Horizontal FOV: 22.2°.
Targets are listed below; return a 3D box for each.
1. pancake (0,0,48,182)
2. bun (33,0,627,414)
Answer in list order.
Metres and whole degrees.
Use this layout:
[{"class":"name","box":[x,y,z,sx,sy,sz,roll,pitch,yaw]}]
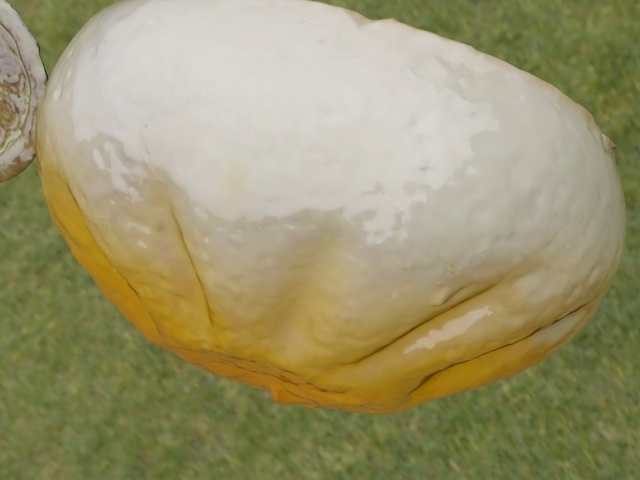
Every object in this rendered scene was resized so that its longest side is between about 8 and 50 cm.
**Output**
[{"class":"pancake","box":[-0.183,-0.084,0.846,0.115,0.115,0.011,1,14,31]},{"class":"bun","box":[0.000,0.000,0.803,0.299,0.299,0.165,11,81,35]}]
